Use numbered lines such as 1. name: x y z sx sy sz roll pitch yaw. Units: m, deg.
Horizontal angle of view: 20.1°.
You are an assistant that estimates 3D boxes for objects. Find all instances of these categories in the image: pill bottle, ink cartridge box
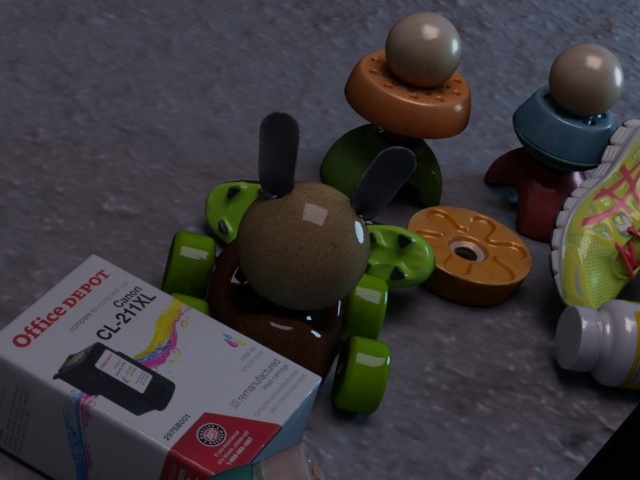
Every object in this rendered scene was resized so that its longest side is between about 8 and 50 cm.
1. pill bottle: 0.234 0.077 1.323 0.116 0.065 0.065 9 34 -16
2. ink cartridge box: -0.109 0.099 1.107 0.175 0.072 0.127 28 37 13

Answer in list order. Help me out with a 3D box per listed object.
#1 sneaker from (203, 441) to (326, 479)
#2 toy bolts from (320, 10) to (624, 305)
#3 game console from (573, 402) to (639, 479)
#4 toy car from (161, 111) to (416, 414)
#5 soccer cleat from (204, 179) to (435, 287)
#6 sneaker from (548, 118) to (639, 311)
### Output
1. sneaker: -0.016 0.254 0.916 0.121 0.108 0.302 -23 54 5
2. toy bolts: 0.147 -0.075 1.420 0.228 0.158 0.218 -2 38 -29
3. game console: 0.208 0.225 0.989 0.250 0.173 0.293 -12 43 -41
4. toy car: -0.014 0.001 1.198 0.155 0.188 0.149 13 33 -9
5. soccer cleat: 0.000 0.000 1.339 0.179 0.060 0.072 16 -2 15
6. sneaker: 0.246 -0.016 1.389 0.094 0.081 0.208 7 52 35
